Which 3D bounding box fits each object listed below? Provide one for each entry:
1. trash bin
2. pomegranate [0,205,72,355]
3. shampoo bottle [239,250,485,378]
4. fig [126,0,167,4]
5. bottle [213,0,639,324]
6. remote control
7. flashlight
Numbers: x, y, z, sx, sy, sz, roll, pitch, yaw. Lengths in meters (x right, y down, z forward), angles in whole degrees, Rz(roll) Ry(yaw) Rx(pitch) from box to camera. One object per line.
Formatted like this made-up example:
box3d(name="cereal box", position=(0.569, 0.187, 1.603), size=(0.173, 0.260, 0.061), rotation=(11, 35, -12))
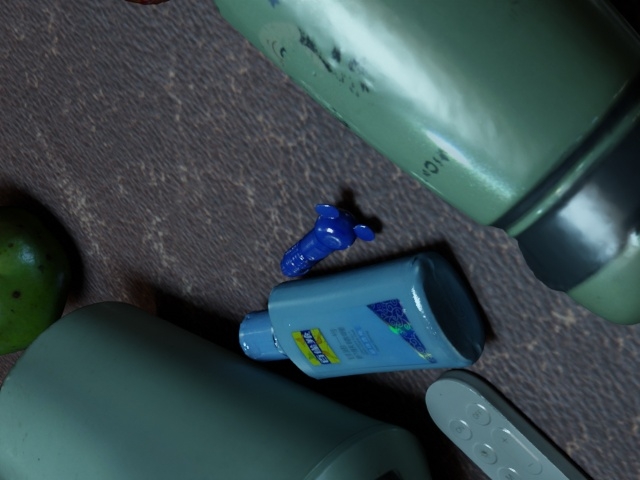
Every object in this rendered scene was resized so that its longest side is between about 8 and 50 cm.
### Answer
box3d(name="trash bin", position=(-0.098, 0.248, 0.957), size=(0.432, 0.280, 0.280), rotation=(23, 133, 34))
box3d(name="pomegranate", position=(-0.387, 0.055, 1.166), size=(0.187, 0.187, 0.225), rotation=(46, 164, 5))
box3d(name="shampoo bottle", position=(0.022, 0.075, 0.870), size=(0.258, 0.061, 0.104), rotation=(-14, 113, 48))
box3d(name="fig", position=(-0.152, -0.256, 0.735), size=(0.153, 0.119, 0.119), rotation=(46, 140, 3))
box3d(name="bottle", position=(0.105, -0.096, 0.587), size=(0.347, 0.168, 0.168), rotation=(43, 140, 2))
box3d(name="remote control", position=(0.190, 0.206, 0.846), size=(0.245, 0.022, 0.077), rotation=(44, 142, 8))
box3d(name="flashlight", position=(0.000, 0.000, 0.856), size=(0.057, 0.035, 0.121), rotation=(30, 147, -14))
